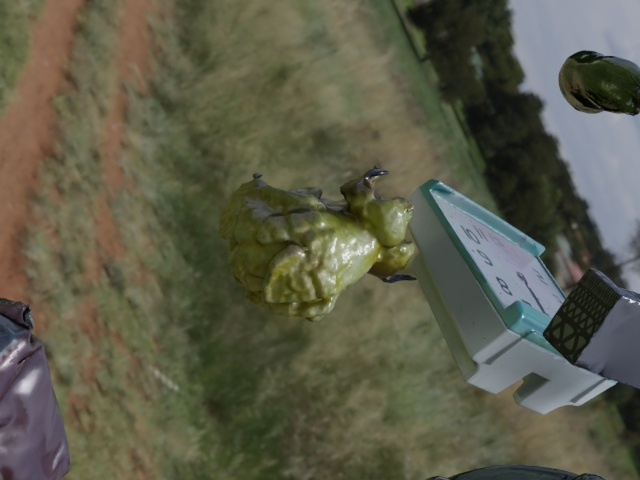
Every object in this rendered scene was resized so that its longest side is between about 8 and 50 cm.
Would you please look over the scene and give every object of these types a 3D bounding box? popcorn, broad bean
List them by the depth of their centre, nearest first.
[{"bbox_3d":[0.224,-0.127,0.992,0.065,0.046,0.254,31,8,-1],"label":"broad bean"},{"bbox_3d":[-0.005,-0.001,1.318,0.168,0.195,0.173,13,-56,66],"label":"popcorn"}]

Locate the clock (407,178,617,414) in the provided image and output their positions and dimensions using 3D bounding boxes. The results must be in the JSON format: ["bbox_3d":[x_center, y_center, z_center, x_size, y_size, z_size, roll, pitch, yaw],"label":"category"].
[{"bbox_3d":[0.212,0.074,1.439,0.262,0.116,0.231,28,27,-47],"label":"clock"}]

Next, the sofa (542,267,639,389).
[{"bbox_3d":[0.211,0.065,0.822,0.118,0.060,0.039,21,21,-36],"label":"sofa"}]

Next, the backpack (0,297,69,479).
[{"bbox_3d":[-0.444,0.153,1.383,0.197,0.317,0.283,-48,148,-39],"label":"backpack"}]

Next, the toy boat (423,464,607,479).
[{"bbox_3d":[0.109,0.160,0.662,0.210,0.104,0.052,67,20,-62],"label":"toy boat"}]
